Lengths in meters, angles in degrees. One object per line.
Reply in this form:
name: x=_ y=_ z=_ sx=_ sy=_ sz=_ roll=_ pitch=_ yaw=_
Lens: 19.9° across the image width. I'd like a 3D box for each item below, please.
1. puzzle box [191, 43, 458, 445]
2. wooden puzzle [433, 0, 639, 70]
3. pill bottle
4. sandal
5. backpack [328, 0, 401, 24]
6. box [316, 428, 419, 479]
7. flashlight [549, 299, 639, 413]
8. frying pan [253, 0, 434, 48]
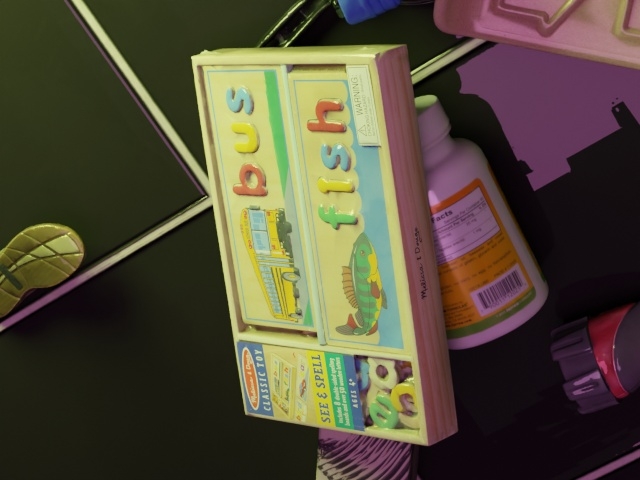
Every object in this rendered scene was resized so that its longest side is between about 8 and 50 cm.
puzzle box: x=0.000 y=0.000 z=1.898 sx=0.272 sy=0.052 sz=0.409 roll=4 pitch=108 yaw=44
wooden puzzle: x=0.306 y=-0.333 z=1.792 sx=0.348 sy=0.080 sz=0.322 roll=10 pitch=114 yaw=2
pill bottle: x=0.130 y=-0.022 z=1.917 sx=0.136 sy=0.136 sz=0.246 roll=-22 pitch=106 yaw=19
sandal: x=-0.330 y=0.028 z=2.080 sx=0.180 sy=0.049 sz=0.072 roll=-34 pitch=97 yaw=36
backpack: x=0.048 y=-0.273 z=1.787 sx=0.101 sy=0.120 sz=0.098 roll=-23 pitch=105 yaw=18
box: x=0.057 y=0.195 z=2.045 sx=0.113 sy=0.094 sz=0.275 roll=6 pitch=114 yaw=10
flashlight: x=0.398 y=0.090 z=1.931 sx=0.304 sy=0.103 sz=0.103 roll=-20 pitch=106 yaw=19
frying pan: x=0.028 y=-0.311 z=1.869 sx=0.326 sy=0.053 sz=0.197 roll=-21 pitch=106 yaw=15
